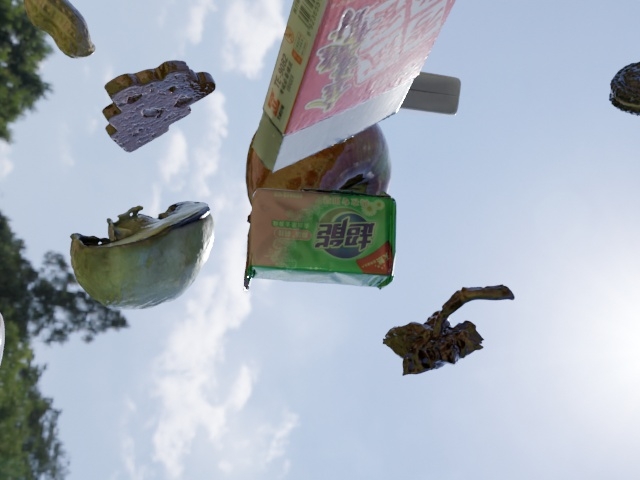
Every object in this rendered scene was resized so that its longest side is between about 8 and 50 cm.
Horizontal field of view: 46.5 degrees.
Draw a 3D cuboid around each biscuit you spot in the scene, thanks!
[{"bbox_3d":[0.654,-0.298,1.429,0.194,0.194,0.053,42,-24,54],"label":"biscuit"},{"bbox_3d":[-0.391,-0.300,1.682,0.301,0.278,0.043,-42,-109,38],"label":"biscuit"}]

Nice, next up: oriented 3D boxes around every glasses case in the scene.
[{"bbox_3d":[0.097,-0.295,1.436,0.144,0.336,0.076,-160,-105,-64],"label":"glasses case"}]

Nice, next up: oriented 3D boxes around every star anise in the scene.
[{"bbox_3d":[0.299,0.207,1.727,0.346,0.237,0.148,-36,-91,29],"label":"star anise"}]

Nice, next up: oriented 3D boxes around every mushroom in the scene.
[{"bbox_3d":[-0.301,0.034,1.355,0.189,0.267,0.164,3,-70,26],"label":"mushroom"}]

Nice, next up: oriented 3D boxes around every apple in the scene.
[{"bbox_3d":[-0.010,-0.188,1.962,0.333,0.400,0.401,36,-71,40],"label":"apple"}]

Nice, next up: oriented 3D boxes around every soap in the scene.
[{"bbox_3d":[0.000,0.001,1.372,0.098,0.273,0.218,107,-13,-74],"label":"soap"}]

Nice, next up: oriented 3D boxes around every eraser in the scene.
[{"bbox_3d":[0.035,-0.159,0.595,0.038,0.157,0.230,52,-30,16],"label":"eraser"}]

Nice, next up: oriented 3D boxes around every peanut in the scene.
[{"bbox_3d":[-0.542,-0.455,1.536,0.083,0.093,0.194,-41,-94,20],"label":"peanut"}]

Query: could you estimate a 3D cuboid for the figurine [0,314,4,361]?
[{"bbox_3d":[-0.610,0.152,0.994,0.377,0.361,0.267,6,-77,61],"label":"figurine"}]
